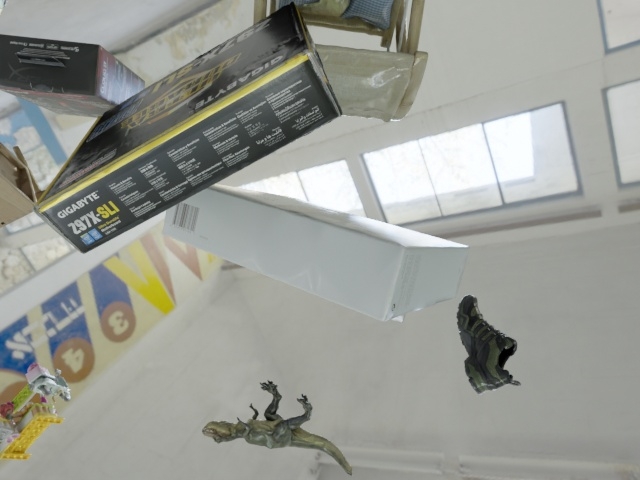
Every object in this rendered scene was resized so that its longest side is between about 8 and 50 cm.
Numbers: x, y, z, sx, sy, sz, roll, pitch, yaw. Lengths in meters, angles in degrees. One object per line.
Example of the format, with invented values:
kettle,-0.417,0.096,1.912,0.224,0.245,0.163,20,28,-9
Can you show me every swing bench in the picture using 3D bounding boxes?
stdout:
swing bench,0.023,-0.325,0.741,0.253,0.255,0.165,2,-177,-8

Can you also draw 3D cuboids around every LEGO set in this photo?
LEGO set,-0.543,0.303,0.773,0.287,0.132,0.107,-33,-129,-17

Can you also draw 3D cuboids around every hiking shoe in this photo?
hiking shoe,0.371,0.221,1.063,0.114,0.086,0.227,-16,-126,22

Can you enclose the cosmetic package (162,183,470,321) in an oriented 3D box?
cosmetic package,0.000,0.000,0.734,0.377,0.097,0.284,18,-174,30

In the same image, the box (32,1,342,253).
box,-0.146,-0.148,0.574,0.322,0.079,0.257,-26,-147,11

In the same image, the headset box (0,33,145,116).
headset box,-0.546,-0.351,1.062,0.218,0.110,0.293,6,-177,0

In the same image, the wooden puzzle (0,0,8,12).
wooden puzzle,-0.877,-0.581,1.233,0.238,0.044,0.221,-43,-159,14

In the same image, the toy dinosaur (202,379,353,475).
toy dinosaur,-0.066,0.319,0.844,0.268,0.118,0.064,10,-174,8

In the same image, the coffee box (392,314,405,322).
coffee box,0.193,0.120,1.455,0.168,0.119,0.297,14,-163,11

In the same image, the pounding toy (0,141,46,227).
pounding toy,-0.633,-0.115,0.958,0.094,0.206,0.181,-28,-120,-8
